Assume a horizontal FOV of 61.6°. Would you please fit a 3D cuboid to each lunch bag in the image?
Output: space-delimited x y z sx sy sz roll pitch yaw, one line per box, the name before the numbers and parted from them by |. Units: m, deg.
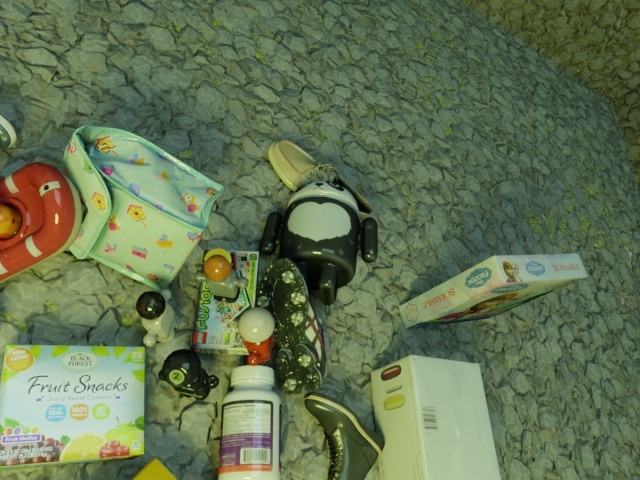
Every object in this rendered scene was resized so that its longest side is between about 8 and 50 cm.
lunch bag | -0.340 -0.057 0.945 0.262 0.223 0.160 29 44 -18

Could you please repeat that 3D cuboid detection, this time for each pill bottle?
pill bottle | -0.123 0.326 0.950 0.108 0.108 0.193 15 57 -27

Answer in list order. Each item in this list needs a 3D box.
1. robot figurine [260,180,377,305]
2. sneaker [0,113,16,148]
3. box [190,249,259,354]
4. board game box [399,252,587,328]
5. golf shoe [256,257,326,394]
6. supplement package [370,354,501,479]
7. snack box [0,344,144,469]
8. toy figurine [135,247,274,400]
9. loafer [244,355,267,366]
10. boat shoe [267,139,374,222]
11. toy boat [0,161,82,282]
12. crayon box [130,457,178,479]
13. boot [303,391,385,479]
robot figurine | -0.002 -0.001 1.177 0.209 0.173 0.278 26 52 -27
sneaker | -0.650 -0.182 0.886 0.226 0.086 0.163 24 42 -9
box | -0.182 0.118 1.046 0.114 0.036 0.207 2 60 -3
board game box | 0.410 0.123 1.292 0.319 0.318 0.066 -1 65 -34
golf shoe | -0.051 0.162 1.066 0.120 0.105 0.273 -32 114 -69
supplement package | 0.236 0.396 1.130 0.204 0.145 0.262 14 57 -28
snack box | -0.386 0.255 0.836 0.207 0.070 0.174 9 60 -31
toy figurine | -0.196 0.144 0.920 0.213 0.148 0.209 -28 63 -15
loafer | -0.129 0.188 1.063 0.056 0.050 0.148 -2 66 -36
boat shoe | 0.004 -0.147 1.316 0.302 0.098 0.109 44 48 -5
toy boat | -0.492 -0.033 0.819 0.231 0.151 0.151 -27 77 2
crayon box | -0.198 0.513 0.676 0.363 0.106 0.313 43 21 5
boot | 0.027 0.400 1.037 0.198 0.077 0.137 39 54 -8
